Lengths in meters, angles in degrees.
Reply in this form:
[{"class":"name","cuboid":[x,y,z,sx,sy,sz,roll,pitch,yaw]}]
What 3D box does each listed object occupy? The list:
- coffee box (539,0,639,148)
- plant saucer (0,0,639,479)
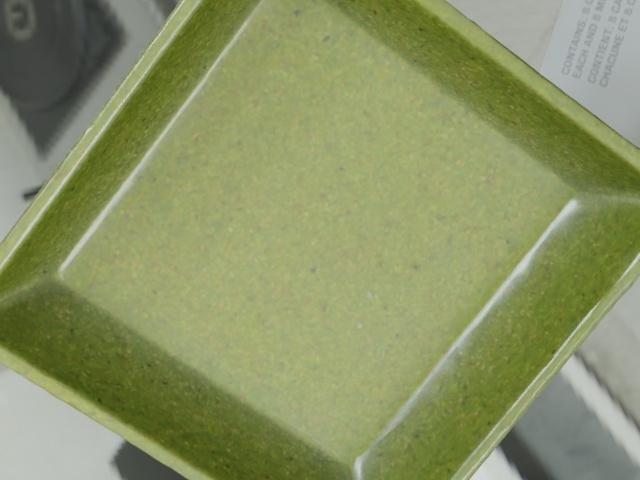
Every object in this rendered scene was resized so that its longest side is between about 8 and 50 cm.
[{"class":"coffee box","cuboid":[0.356,-0.121,0.747,0.338,0.334,0.337,29,103,52]},{"class":"plant saucer","cuboid":[0.000,0.000,0.617,0.188,0.188,0.045,-52,18,11]}]
